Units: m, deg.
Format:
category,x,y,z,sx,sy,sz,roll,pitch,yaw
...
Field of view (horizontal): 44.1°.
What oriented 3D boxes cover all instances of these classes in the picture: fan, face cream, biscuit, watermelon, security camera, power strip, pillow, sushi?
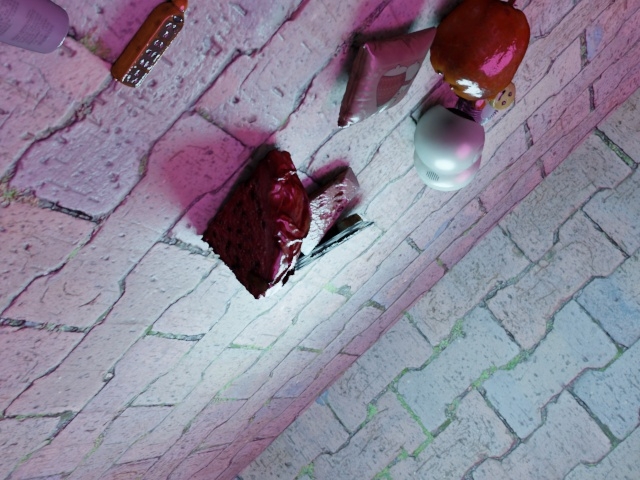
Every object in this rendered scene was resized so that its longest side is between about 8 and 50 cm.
category,x,y,z,sx,sy,sz,roll,pitch,yaw
fan,0.477,-0.429,2.196,0.130,0.074,0.244,5,125,-48
face cream,-0.400,-0.287,0.963,0.084,0.057,0.198,-48,156,14
biscuit,0.453,-0.420,2.108,0.153,0.030,0.234,-50,137,10
watermelon,0.003,-0.097,2.014,0.241,0.094,0.154,-41,149,-6
security camera,0.340,-0.257,2.116,0.194,0.194,0.236,-40,159,-6
power strip,-0.256,-0.307,1.211,0.178,0.028,0.049,-49,157,16
pillow,0.138,-0.358,1.716,0.236,0.084,0.223,-27,154,-41
sushi,0.000,0.000,2.186,0.292,0.059,0.294,-32,174,12

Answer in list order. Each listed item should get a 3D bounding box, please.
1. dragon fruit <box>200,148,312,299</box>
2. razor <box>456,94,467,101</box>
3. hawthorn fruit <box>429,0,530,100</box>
category,x,y,z,sx,sy,sz,roll,pitch,yaw
dragon fruit,-0.135,-0.048,1.752,0.240,0.302,0.330,-1,131,-17
razor,0.425,-0.444,2.125,0.154,0.044,0.028,-48,132,10
hawthorn fruit,0.376,-0.458,1.770,0.211,0.211,0.299,-11,144,-53
